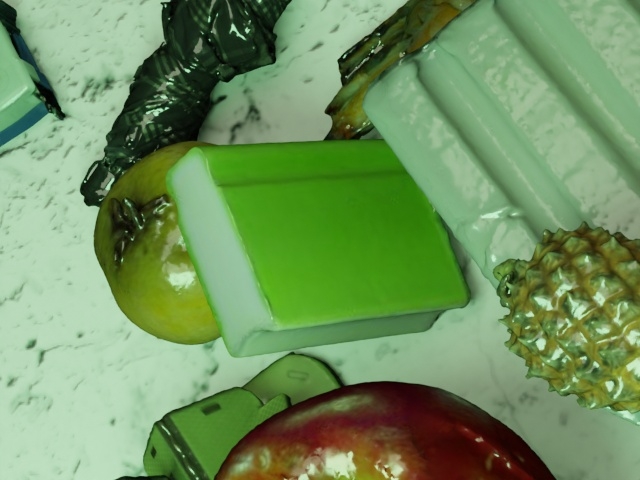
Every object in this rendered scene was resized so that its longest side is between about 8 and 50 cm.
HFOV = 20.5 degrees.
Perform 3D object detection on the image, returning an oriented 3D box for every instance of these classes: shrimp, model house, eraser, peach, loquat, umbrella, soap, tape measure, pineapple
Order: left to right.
[{"bbox_3d":[-0.485,-0.142,2.055,0.351,0.098,0.215,-31,72,6],"label":"tape measure"},{"bbox_3d":[-0.142,0.007,1.855,0.213,0.213,0.213,-4,77,17],"label":"loquat"},{"bbox_3d":[-0.139,-0.169,1.945,0.154,0.128,0.336,26,93,37],"label":"umbrella"},{"bbox_3d":[-0.079,0.223,1.749,0.218,0.279,0.205,-39,71,8],"label":"model house"},{"bbox_3d":[0.000,0.000,1.774,0.092,0.274,0.210,-38,68,43],"label":"eraser"},{"bbox_3d":[0.066,-0.190,1.890,0.254,0.059,0.145,-43,32,24],"label":"shrimp"},{"bbox_3d":[0.078,0.328,1.608,0.339,0.416,0.353,-43,60,-10],"label":"peach"},{"bbox_3d":[0.230,0.063,1.529,0.193,0.166,0.166,27,87,29],"label":"pineapple"},{"bbox_3d":[0.302,-0.069,1.722,0.350,0.213,0.435,-42,69,9],"label":"soap"}]
